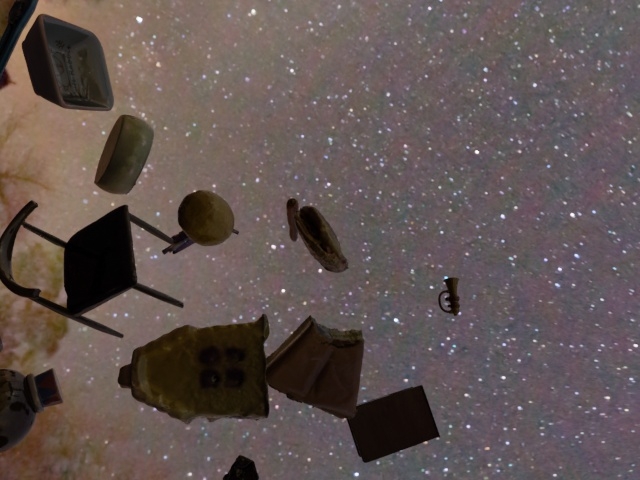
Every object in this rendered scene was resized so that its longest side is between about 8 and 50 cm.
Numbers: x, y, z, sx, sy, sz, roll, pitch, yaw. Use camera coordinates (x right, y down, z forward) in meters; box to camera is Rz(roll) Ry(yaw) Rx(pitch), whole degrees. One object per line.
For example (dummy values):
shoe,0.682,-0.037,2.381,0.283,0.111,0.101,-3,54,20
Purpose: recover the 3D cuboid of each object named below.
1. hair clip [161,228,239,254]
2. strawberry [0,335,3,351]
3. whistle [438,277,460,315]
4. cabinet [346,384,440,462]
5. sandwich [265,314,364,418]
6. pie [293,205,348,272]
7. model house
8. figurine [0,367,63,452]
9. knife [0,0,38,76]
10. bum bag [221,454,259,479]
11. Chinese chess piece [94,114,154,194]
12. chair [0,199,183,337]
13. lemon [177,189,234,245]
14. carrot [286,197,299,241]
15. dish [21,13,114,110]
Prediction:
hair clip,-0.407,-0.028,1.708,0.137,0.278,0.090,-6,-79,47
strawberry,-0.916,0.217,1.111,0.310,0.291,0.291,-17,-122,5
whistle,0.371,0.160,1.454,0.046,0.057,0.109,-28,-131,49
cabinet,0.192,0.502,1.399,0.175,0.215,0.148,89,-17,-72
sandwich,0.029,0.269,1.066,0.212,0.245,0.063,-48,-156,26
pie,0.000,0.000,1.352,0.084,0.179,0.205,-34,-117,-3
model house,-0.205,0.216,0.856,0.193,0.234,0.174,125,-31,-68
figurine,-0.589,0.281,0.863,0.161,0.276,0.158,-64,-151,31
knife,-0.562,-0.369,0.925,0.044,0.026,0.296,6,-109,16
bum bag,-0.302,0.846,1.750,0.102,0.069,0.248,38,-74,5
Chinese chess piece,-0.608,-0.263,1.576,0.250,0.101,0.250,-34,-136,42
chair,-0.391,0.043,0.898,0.166,0.272,0.188,-27,-121,12
lemon,-0.172,-0.032,0.777,0.082,0.110,0.082,-4,-110,11
carrot,-0.092,-0.064,1.723,0.247,0.043,0.043,92,-14,-58
dish,-0.462,-0.313,0.943,0.234,0.064,0.154,-74,155,-77
